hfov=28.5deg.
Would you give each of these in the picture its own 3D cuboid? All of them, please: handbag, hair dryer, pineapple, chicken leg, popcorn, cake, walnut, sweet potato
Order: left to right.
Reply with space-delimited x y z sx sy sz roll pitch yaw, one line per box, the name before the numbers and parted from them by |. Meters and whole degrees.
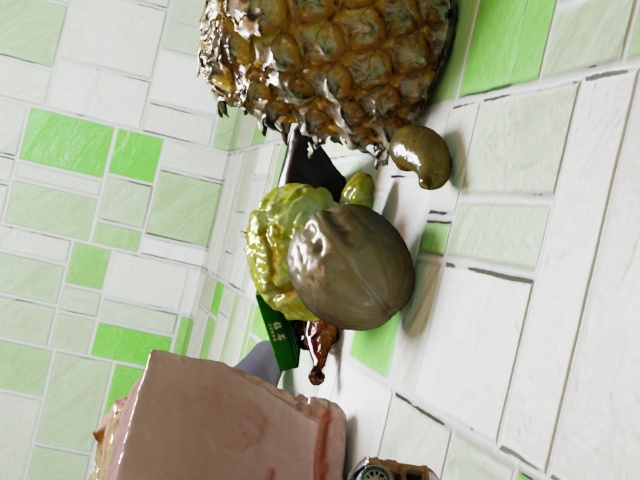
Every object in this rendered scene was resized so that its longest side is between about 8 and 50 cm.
cake | -0.146 0.329 1.612 0.307 0.314 0.293 118 163 -57
hair dryer | -0.131 0.355 1.984 0.301 0.121 0.361 -54 -27 -65
handbag | -0.019 -0.033 1.842 0.254 0.088 0.211 52 -132 -72
chicken leg | -0.004 0.132 1.786 0.219 0.048 0.089 -119 40 -73
pineapple | -0.002 -0.282 1.631 0.352 0.300 0.352 -169 90 -80
popcorn | 0.000 0.000 1.637 0.198 0.212 0.198 54 167 19
walnut | 0.035 0.031 1.472 0.162 0.140 0.140 55 133 54
sweet potato | 0.110 -0.104 1.479 0.249 0.059 0.069 -133 19 -78

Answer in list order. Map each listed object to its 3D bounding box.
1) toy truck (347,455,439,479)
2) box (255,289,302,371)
toy truck | 0.069 0.298 1.154 0.083 0.092 0.192 120 152 -57
box | -0.058 0.086 1.913 0.235 0.034 0.132 -85 -21 -68
